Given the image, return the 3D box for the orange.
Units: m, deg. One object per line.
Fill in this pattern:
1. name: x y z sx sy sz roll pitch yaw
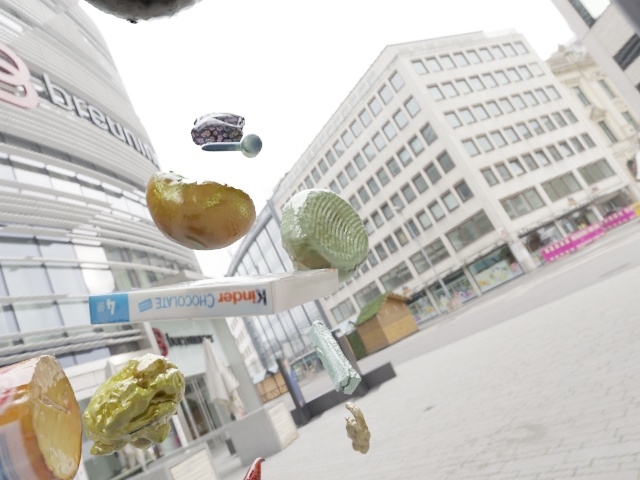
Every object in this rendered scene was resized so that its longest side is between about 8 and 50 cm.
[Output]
1. orange: -0.371 -0.082 1.311 0.263 0.334 0.196 90 -159 -53

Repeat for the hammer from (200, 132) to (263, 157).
1. hammer: -0.285 -0.302 1.413 0.193 0.070 0.116 -5 2 -16

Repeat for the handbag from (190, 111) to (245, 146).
1. handbag: -0.430 -0.466 1.849 0.228 0.208 0.127 -2 -57 -3

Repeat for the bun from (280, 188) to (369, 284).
1. bun: 0.000 0.000 0.840 0.118 0.195 0.195 -36 -17 35

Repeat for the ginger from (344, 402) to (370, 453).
1. ginger: 0.138 0.726 1.632 0.065 0.149 0.259 -15 -53 -17

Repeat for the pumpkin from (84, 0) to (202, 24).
1. pumpkin: -0.233 -0.392 0.549 0.233 0.233 0.163 -24 -4 -12

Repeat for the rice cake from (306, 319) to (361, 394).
1. rice cake: 0.029 0.343 1.333 0.066 0.063 0.336 -58 23 4

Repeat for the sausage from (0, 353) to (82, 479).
1. sausage: -0.587 0.347 0.732 0.287 0.233 0.233 -16 -16 -15

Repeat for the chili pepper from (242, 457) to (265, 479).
1. chili pepper: -0.239 0.797 1.200 0.369 0.091 0.137 -61 -6 -10

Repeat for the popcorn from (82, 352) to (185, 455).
1. popcorn: -0.486 0.434 1.158 0.286 0.215 0.252 -36 -27 1

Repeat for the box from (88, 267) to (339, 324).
1. box: -0.137 0.079 0.656 0.273 0.048 0.265 -6 -2 18
